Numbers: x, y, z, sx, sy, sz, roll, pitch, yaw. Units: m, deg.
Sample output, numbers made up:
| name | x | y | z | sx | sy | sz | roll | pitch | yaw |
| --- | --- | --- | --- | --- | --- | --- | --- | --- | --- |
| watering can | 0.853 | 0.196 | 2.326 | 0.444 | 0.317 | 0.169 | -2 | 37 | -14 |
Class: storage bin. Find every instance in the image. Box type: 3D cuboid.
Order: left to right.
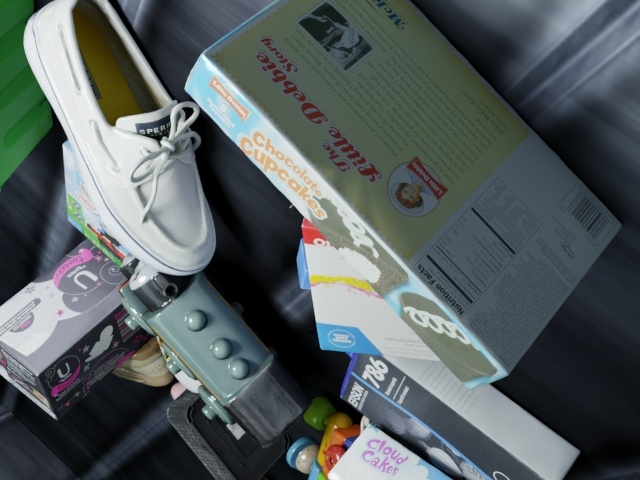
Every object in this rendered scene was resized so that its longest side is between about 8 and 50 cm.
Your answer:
| name | x | y | z | sx | sy | sz | roll | pitch | yaw |
| --- | --- | --- | --- | --- | --- | --- | --- | --- | --- |
| storage bin | -0.154 | 0.314 | 1.467 | 0.180 | 0.122 | 0.084 | 55 | 149 | -14 |

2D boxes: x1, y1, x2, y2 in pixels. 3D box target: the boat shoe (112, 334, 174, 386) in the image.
| name | x | y | z | sx | sy | sz | roll | pitch | yaw |
| --- | --- | --- | --- | --- | --- | --- | --- | --- | --- |
| boat shoe | -0.410 | 0.196 | 1.646 | 0.341 | 0.121 | 0.110 | 15 | 138 | 40 |

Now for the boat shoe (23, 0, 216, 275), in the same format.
| name | x | y | z | sx | sy | sz | roll | pitch | yaw |
| --- | --- | --- | --- | --- | --- | --- | --- | --- | --- |
| boat shoe | -0.205 | -0.126 | 1.032 | 0.156 | 0.136 | 0.367 | -9 | 110 | 50 |

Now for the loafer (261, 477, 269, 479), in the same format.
| name | x | y | z | sx | sy | sz | roll | pitch | yaw |
| --- | --- | --- | --- | --- | --- | --- | --- | --- | --- |
| loafer | -0.074 | 0.521 | 1.661 | 0.087 | 0.094 | 0.251 | -18 | 123 | 31 |

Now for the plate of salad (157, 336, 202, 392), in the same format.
| name | x | y | z | sx | sy | sz | roll | pitch | yaw |
| --- | --- | --- | --- | --- | --- | --- | --- | --- | --- |
| plate of salad | -0.232 | 0.153 | 1.401 | 0.200 | 0.048 | 0.200 | 29 | 127 | 46 |

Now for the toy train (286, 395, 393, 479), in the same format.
| name | x | y | z | sx | sy | sz | roll | pitch | yaw |
| --- | --- | --- | --- | --- | --- | --- | --- | --- | --- |
| toy train | 0.030 | 0.269 | 1.239 | 0.143 | 0.105 | 0.248 | 39 | 123 | 45 |

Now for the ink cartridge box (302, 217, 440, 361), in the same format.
| name | x | y | z | sx | sy | sz | roll | pitch | yaw |
| --- | --- | --- | --- | --- | --- | --- | --- | --- | --- |
| ink cartridge box | 0.059 | 0.014 | 0.856 | 0.134 | 0.078 | 0.231 | 4 | 136 | 12 |

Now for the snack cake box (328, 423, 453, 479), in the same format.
| name | x | y | z | sx | sy | sz | roll | pitch | yaw |
| --- | --- | --- | --- | --- | --- | --- | --- | --- | --- |
| snack cake box | 0.125 | 0.355 | 1.131 | 0.152 | 0.089 | 0.264 | 31 | 163 | 33 |

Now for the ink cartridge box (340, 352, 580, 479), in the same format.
| name | x | y | z | sx | sy | sz | roll | pitch | yaw |
| --- | --- | --- | --- | --- | --- | --- | --- | --- | --- |
| ink cartridge box | 0.128 | 0.195 | 1.040 | 0.332 | 0.065 | 0.165 | 37 | 149 | 16 |

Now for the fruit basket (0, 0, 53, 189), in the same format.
| name | x | y | z | sx | sy | sz | roll | pitch | yaw |
| --- | --- | --- | --- | --- | --- | --- | --- | --- | --- |
| fruit basket | -0.572 | -0.205 | 1.146 | 0.283 | 0.392 | 0.392 | 38 | 148 | 15 |

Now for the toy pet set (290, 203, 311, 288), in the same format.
| name | x | y | z | sx | sy | sz | roll | pitch | yaw |
| --- | --- | --- | --- | --- | --- | --- | --- | --- | --- |
| toy pet set | 0.000 | 0.000 | 0.970 | 0.122 | 0.065 | 0.114 | 38 | 148 | 15 |

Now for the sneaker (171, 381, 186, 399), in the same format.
| name | x | y | z | sx | sy | sz | roll | pitch | yaw |
| --- | --- | --- | --- | --- | --- | --- | --- | --- | --- |
| sneaker | -0.216 | 0.280 | 1.575 | 0.134 | 0.051 | 0.070 | 26 | 142 | 25 |

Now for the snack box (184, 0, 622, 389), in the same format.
| name | x | y | z | sx | sy | sz | roll | pitch | yaw |
| --- | --- | --- | --- | --- | --- | --- | --- | --- | --- |
| snack box | 0.071 | -0.064 | 0.689 | 0.322 | 0.187 | 0.060 | 47 | 149 | 0 |

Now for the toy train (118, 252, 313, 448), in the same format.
| name | x | y | z | sx | sy | sz | roll | pitch | yaw |
| --- | --- | --- | --- | --- | --- | --- | --- | --- | --- |
| toy train | -0.148 | 0.143 | 1.213 | 0.334 | 0.142 | 0.190 | 52 | 165 | -14 |

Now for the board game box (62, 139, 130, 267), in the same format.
| name | x | y | z | sx | sy | sz | roll | pitch | yaw |
| --- | --- | --- | --- | --- | --- | --- | --- | --- | --- |
| board game box | -0.325 | -0.047 | 1.342 | 0.160 | 0.039 | 0.211 | 40 | 148 | 12 |

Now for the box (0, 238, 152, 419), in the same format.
| name | x | y | z | sx | sy | sz | roll | pitch | yaw |
| --- | --- | --- | --- | --- | --- | --- | --- | --- | --- |
| box | -0.414 | 0.140 | 1.461 | 0.163 | 0.247 | 0.142 | 30 | 144 | 25 |
